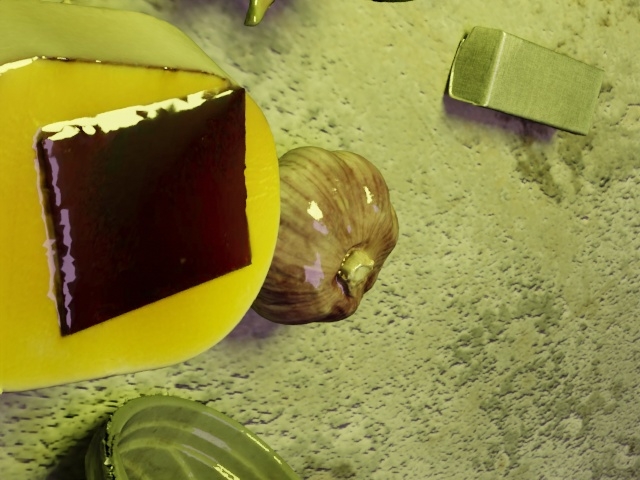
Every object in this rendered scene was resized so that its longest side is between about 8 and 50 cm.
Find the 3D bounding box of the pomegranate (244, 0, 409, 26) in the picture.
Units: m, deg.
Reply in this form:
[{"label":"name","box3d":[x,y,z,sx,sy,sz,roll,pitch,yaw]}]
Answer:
[{"label":"pomegranate","box3d":[0.009,-0.210,0.748,0.191,0.152,0.131,-37,136,-11]}]

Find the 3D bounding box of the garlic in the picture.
[{"label":"garlic","box3d":[0.000,0.000,0.891,0.159,0.102,0.147,32,84,-53]}]

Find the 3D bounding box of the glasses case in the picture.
[{"label":"glasses case","box3d":[0.199,-0.148,1.086,0.205,0.047,0.070,5,103,-51]}]

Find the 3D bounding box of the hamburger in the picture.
[{"label":"hamburger","box3d":[-0.158,-0.024,0.659,0.295,0.151,0.227,0,105,-45]}]

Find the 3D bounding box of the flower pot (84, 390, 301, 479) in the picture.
[{"label":"flower pot","box3d":[-0.101,0.239,0.845,0.140,0.235,0.235,-50,146,16]}]
